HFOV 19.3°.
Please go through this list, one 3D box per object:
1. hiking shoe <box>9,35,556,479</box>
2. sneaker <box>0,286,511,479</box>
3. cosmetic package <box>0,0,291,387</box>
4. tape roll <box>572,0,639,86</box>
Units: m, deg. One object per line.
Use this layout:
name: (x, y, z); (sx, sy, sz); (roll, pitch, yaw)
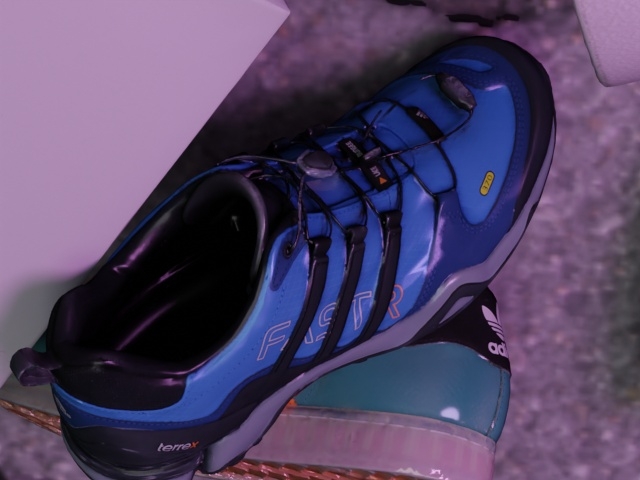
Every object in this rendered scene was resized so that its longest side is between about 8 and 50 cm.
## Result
hiking shoe: (0.000, 0.000, 0.887); (0.304, 0.132, 0.113); (-43, 66, -15)
sneaker: (-0.043, 0.062, 1.008); (0.302, 0.108, 0.121); (7, 72, 19)
cosmetic package: (-0.198, -0.052, 0.896); (0.155, 0.197, 0.365); (19, 119, -37)
tape roll: (0.098, -0.250, 0.688); (0.072, 0.392, 0.392); (-11, 112, 11)
